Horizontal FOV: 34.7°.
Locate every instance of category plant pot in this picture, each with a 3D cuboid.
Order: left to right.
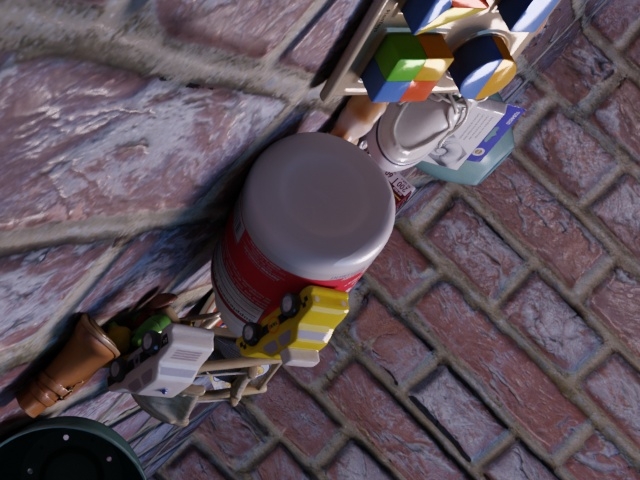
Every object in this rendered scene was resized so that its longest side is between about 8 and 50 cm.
[{"bbox_3d":[-0.422,0.424,1.697,0.293,0.293,0.235,-44,-173,-4],"label":"plant pot"},{"bbox_3d":[0.365,-0.251,2.548,0.290,0.195,0.290,-44,173,-7],"label":"plant pot"}]

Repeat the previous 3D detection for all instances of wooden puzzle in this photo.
[{"bbox_3d":[0.203,-0.293,1.407,0.348,0.080,0.322,-11,152,-31],"label":"wooden puzzle"}]

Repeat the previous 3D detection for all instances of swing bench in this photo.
[{"bbox_3d":[-0.222,0.234,1.915,0.255,0.165,0.253,-23,165,-21],"label":"swing bench"}]

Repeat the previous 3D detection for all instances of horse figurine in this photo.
[{"bbox_3d":[0.073,-0.208,1.700,0.263,0.066,0.174,-47,179,36],"label":"horse figurine"}]

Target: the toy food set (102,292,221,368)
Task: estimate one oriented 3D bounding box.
[{"bbox_3d":[-0.283,0.133,1.661,0.128,0.071,0.218,-9,-167,40],"label":"toy food set"}]

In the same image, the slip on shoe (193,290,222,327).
[{"bbox_3d":[-0.129,0.089,2.097,0.331,0.101,0.123,-42,174,-8],"label":"slip on shoe"}]

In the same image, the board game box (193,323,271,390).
[{"bbox_3d":[-0.192,0.236,2.208,0.136,0.035,0.201,-23,134,-5],"label":"board game box"}]

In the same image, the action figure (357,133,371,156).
[{"bbox_3d":[0.107,-0.169,1.982,0.185,0.099,0.285,-44,172,39],"label":"action figure"}]

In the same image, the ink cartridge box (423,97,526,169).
[{"bbox_3d":[0.318,-0.246,2.324,0.223,0.224,0.045,125,-29,-51],"label":"ink cartridge box"}]

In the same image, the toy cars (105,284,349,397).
[{"bbox_3d":[-0.137,0.173,1.529,0.394,0.087,0.176,-15,151,1],"label":"toy cars"}]

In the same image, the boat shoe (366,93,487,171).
[{"bbox_3d":[0.235,-0.265,1.844,0.367,0.136,0.156,-44,-168,-30],"label":"boat shoe"}]

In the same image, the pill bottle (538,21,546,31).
[{"bbox_3d":[0.334,-0.406,1.799,0.121,0.121,0.221,-48,172,26],"label":"pill bottle"}]

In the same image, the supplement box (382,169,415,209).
[{"bbox_3d":[0.074,-0.070,2.212,0.239,0.130,0.073,-44,173,-15],"label":"supplement box"}]

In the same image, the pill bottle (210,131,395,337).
[{"bbox_3d":[-0.049,0.020,1.648,0.229,0.229,0.407,-41,172,-29],"label":"pill bottle"}]

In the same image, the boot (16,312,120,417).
[{"bbox_3d":[-0.366,0.187,1.460,0.152,0.073,0.197,-38,169,-20],"label":"boot"}]
